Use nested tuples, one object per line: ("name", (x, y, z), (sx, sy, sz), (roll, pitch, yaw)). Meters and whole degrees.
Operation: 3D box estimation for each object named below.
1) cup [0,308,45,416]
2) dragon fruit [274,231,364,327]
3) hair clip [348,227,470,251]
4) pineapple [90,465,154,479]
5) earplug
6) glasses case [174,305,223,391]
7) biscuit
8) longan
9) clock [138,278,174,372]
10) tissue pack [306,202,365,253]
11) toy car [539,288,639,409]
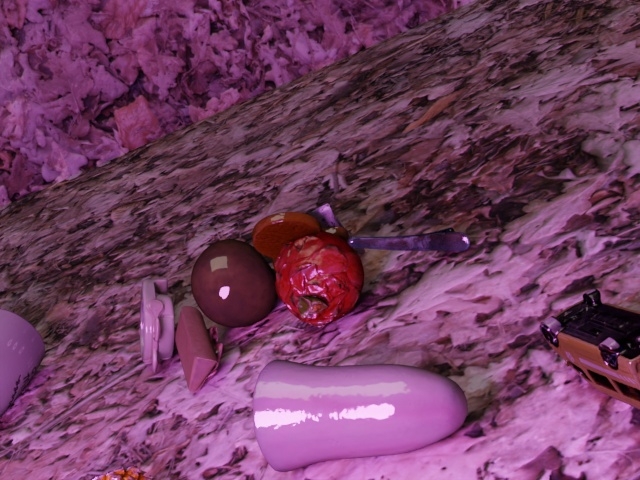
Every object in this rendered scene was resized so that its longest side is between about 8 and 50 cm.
("cup", (-0.740, 0.309, 2.432), (0.258, 0.186, 0.234), (-47, 15, 38))
("dragon fruit", (-0.003, 0.068, 2.110), (0.172, 0.172, 0.209), (-27, 30, -2))
("hair clip", (0.165, -0.001, 2.117), (0.230, 0.039, 0.070), (-1, 14, -22))
("pineapple", (-0.313, 0.443, 1.718), (0.176, 0.136, 0.161), (-26, -23, -15))
("earplug", (0.072, 0.248, 1.664), (0.301, 0.172, 0.172), (-9, 28, 26))
("glasses case", (-0.230, 0.219, 2.166), (0.070, 0.102, 0.193), (6, 25, -19))
("biscuit", (-0.033, 0.008, 2.205), (0.180, 0.236, 0.039), (-25, 53, 28))
("longan", (-0.162, 0.083, 2.254), (0.204, 0.184, 0.159), (-4, -28, -38))
("clock", (-0.331, 0.176, 2.278), (0.062, 0.151, 0.191), (1, 24, -13))
("tissue pack", (0.000, 0.000, 2.264), (0.123, 0.193, 0.026), (-22, 55, 14))
("toy car", (0.407, 0.153, 1.541), (0.101, 0.124, 0.257), (-31, 13, -11))
